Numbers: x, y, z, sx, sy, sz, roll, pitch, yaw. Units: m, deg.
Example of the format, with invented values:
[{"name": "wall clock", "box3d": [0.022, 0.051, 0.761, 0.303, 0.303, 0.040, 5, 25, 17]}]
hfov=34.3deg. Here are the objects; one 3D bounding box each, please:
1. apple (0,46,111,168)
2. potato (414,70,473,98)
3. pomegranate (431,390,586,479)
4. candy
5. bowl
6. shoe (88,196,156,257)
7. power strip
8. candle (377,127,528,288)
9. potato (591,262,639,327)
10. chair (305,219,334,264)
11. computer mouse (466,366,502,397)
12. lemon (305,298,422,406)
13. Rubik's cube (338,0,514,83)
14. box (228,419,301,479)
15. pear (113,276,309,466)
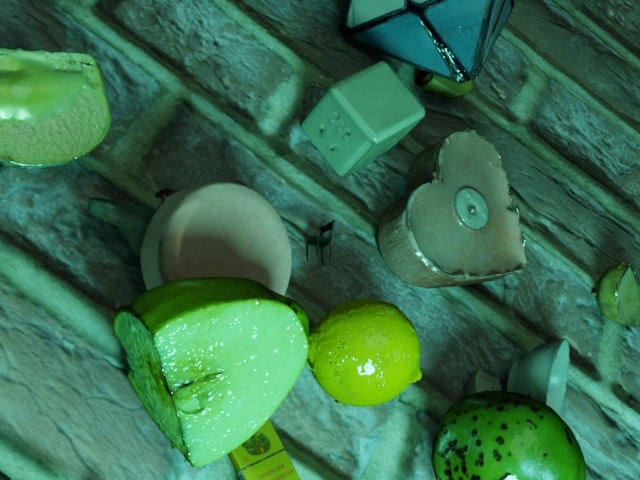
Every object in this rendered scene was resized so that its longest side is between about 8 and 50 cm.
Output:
[{"name": "apple", "box3d": [-0.466, -0.195, 1.612, 0.265, 0.120, 0.193, -4, 77, -30]}, {"name": "potato", "box3d": [0.260, -0.329, 2.167, 0.103, 0.066, 0.096, 37, 53, -9]}, {"name": "pomegranate", "box3d": [0.296, 0.371, 1.654, 0.254, 0.254, 0.270, 28, 62, -14]}, {"name": "candy", "box3d": [-0.164, 0.023, 1.619, 0.255, 0.094, 0.255, 3, 86, -38]}, {"name": "bowl", "box3d": [0.382, 0.258, 1.845, 0.086, 0.189, 0.189, 10, 46, 23]}, {"name": "shoe", "box3d": [-0.285, -0.013, 1.649, 0.195, 0.079, 0.078, 20, 95, -34]}, {"name": "power strip", "box3d": [0.099, -0.240, 1.965, 0.224, 0.140, 0.139, -33, 80, -40]}, {"name": "candle", "box3d": [0.261, -0.032, 1.951, 0.287, 0.131, 0.317, 36, 59, -16]}, {"name": "potato", "box3d": [0.600, 0.126, 2.100, 0.172, 0.089, 0.100, 49, 63, -38]}, {"name": "chair", "box3d": [-0.001, -0.001, 1.825, 0.042, 0.037, 0.086, 24, 55, -31]}, {"name": "computer mouse", "box3d": [0.287, 0.272, 1.831, 0.066, 0.039, 0.096, 27, 44, -15]}, {"name": "lemon", "box3d": [0.067, 0.179, 1.667, 0.206, 0.173, 0.173, 1, 61, -17]}, {"name": "Rubik's cube", "box3d": [0.244, -0.545, 2.085, 0.305, 0.307, 0.310, 24, 50, 12]}, {"name": "box", "box3d": [-0.100, 0.317, 1.577, 0.087, 0.023, 0.155, -19, 73, -35]}, {"name": "pear", "box3d": [-0.144, 0.146, 1.484, 0.292, 0.292, 0.159, 0, 27, -31]}]
